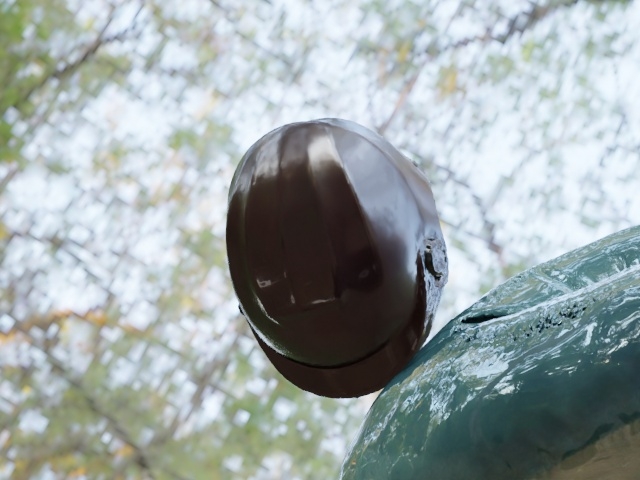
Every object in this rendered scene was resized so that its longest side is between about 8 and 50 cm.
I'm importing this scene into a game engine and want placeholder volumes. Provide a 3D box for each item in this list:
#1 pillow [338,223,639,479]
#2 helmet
[{"bbox_3d":[0.103,0.037,0.645,0.214,0.233,0.086,-34,-94,14],"label":"pillow"},{"bbox_3d":[0.000,0.000,0.845,0.098,0.123,0.070,-16,-31,22],"label":"helmet"}]
